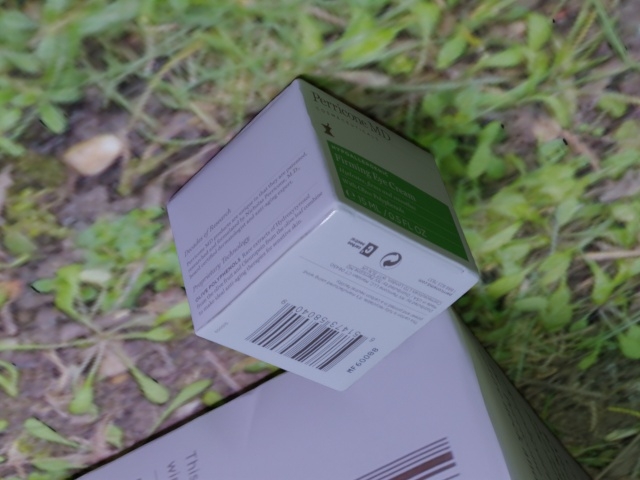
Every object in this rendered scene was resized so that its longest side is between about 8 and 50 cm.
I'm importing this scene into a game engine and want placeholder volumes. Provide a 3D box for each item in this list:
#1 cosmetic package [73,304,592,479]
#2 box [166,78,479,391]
[{"bbox_3d":[0.054,0.313,0.888,0.327,0.329,0.394,-29,137,12],"label":"cosmetic package"},{"bbox_3d":[0.000,0.000,0.704,0.101,0.087,0.102,26,123,-39],"label":"box"}]
